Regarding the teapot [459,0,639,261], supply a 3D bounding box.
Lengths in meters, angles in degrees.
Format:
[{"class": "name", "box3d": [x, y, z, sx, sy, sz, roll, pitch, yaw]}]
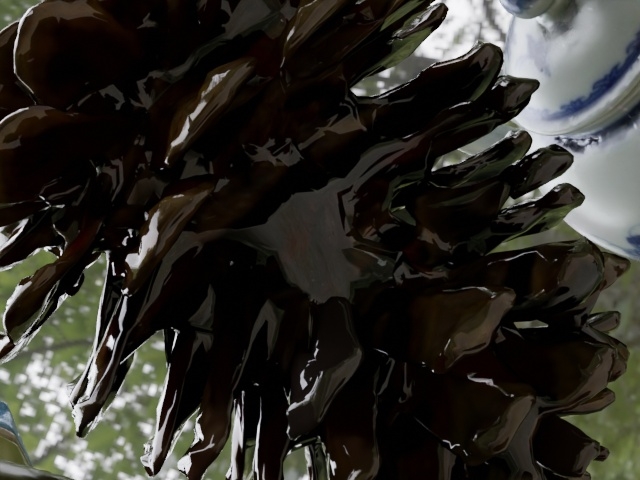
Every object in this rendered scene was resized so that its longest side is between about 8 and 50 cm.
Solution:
[{"class": "teapot", "box3d": [0.229, -0.118, 0.908, 0.280, 0.424, 0.252, 24, -110, -28]}]

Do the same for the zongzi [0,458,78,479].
[{"class": "zongzi", "box3d": [-0.046, 0.137, 0.441, 0.447, 0.418, 0.181, 52, -156, -39]}]

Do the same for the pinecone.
[{"class": "pinecone", "box3d": [-0.002, 0.002, 0.527, 0.246, 0.292, 0.246, -48, -3, -4]}]

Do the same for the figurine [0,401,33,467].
[{"class": "figurine", "box3d": [-0.257, 0.224, 0.868, 0.180, 0.262, 0.154, 7, -50, -24]}]
